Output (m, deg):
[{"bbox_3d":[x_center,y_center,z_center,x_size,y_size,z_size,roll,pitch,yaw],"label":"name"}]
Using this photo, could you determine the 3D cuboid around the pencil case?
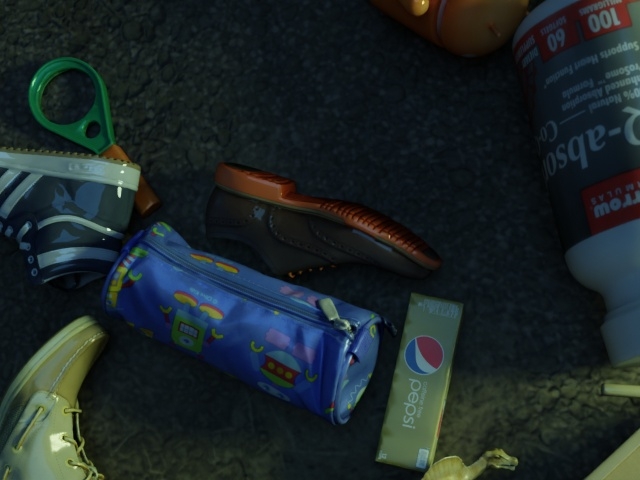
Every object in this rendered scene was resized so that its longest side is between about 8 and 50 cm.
[{"bbox_3d":[-0.080,0.082,1.145,0.306,0.133,0.119,23,47,13],"label":"pencil case"}]

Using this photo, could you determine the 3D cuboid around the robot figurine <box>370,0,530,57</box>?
[{"bbox_3d":[0.136,-0.282,1.191,0.219,0.158,0.128,37,90,28],"label":"robot figurine"}]

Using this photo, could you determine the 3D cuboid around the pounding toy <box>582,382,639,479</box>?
[{"bbox_3d":[0.336,0.225,1.081,0.206,0.094,0.181,-39,70,-12],"label":"pounding toy"}]

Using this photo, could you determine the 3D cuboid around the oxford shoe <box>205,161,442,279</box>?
[{"bbox_3d":[0.000,0.000,1.188,0.271,0.097,0.098,21,100,17],"label":"oxford shoe"}]

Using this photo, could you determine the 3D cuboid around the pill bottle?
[{"bbox_3d":[0.332,-0.069,1.084,0.210,0.210,0.363,-13,75,5],"label":"pill bottle"}]

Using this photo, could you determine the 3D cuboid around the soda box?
[{"bbox_3d":[0.106,0.151,1.140,0.058,0.061,0.181,12,79,11],"label":"soda box"}]

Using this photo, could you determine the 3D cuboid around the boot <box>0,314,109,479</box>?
[{"bbox_3d":[-0.258,0.232,1.155,0.203,0.095,0.262,34,85,14],"label":"boot"}]

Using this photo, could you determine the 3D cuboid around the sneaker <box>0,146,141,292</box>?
[{"bbox_3d":[-0.347,-0.025,1.227,0.282,0.099,0.153,5,85,15],"label":"sneaker"}]

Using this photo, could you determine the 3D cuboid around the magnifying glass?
[{"bbox_3d":[-0.263,-0.122,1.278,0.092,0.026,0.231,-38,73,-2],"label":"magnifying glass"}]

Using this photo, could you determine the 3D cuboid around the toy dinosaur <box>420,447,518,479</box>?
[{"bbox_3d":[0.112,0.258,1.093,0.183,0.093,0.053,-17,38,-27],"label":"toy dinosaur"}]
